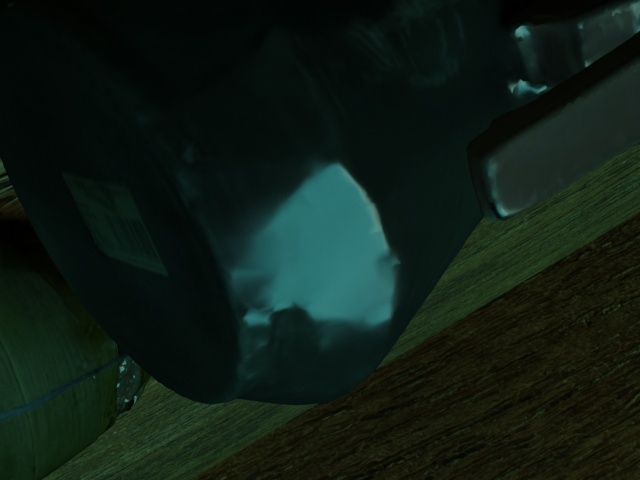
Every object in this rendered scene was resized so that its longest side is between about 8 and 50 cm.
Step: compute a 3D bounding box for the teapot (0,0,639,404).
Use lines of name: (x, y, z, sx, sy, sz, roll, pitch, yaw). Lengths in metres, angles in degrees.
teapot: (0.035, -0.095, 0.675, 0.361, 0.306, 0.376, -34, -152, -27)

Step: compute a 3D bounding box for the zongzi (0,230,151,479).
zongzi: (-0.245, 0.024, 0.856, 0.356, 0.174, 0.393, -36, 144, -46)
